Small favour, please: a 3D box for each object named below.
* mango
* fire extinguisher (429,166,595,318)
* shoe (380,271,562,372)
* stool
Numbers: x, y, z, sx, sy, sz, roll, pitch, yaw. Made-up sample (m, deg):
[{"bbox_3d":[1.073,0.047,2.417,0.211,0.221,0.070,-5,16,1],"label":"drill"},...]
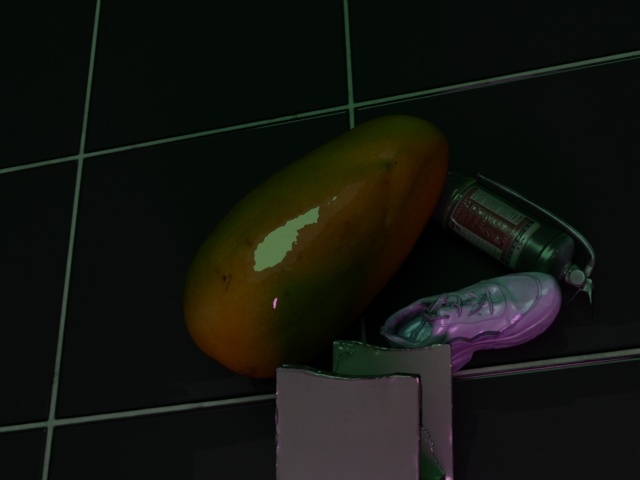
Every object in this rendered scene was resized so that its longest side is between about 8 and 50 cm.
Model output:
[{"bbox_3d":[0.000,0.000,1.354,0.445,0.300,0.232,-46,76,0],"label":"mango"},{"bbox_3d":[0.284,0.000,1.390,0.294,0.093,0.118,35,99,30],"label":"fire extinguisher"},{"bbox_3d":[0.199,0.101,1.306,0.245,0.137,0.095,-30,56,20],"label":"shoe"},{"bbox_3d":[0.062,0.267,1.168,0.170,0.243,0.269,1,93,16],"label":"stool"}]
